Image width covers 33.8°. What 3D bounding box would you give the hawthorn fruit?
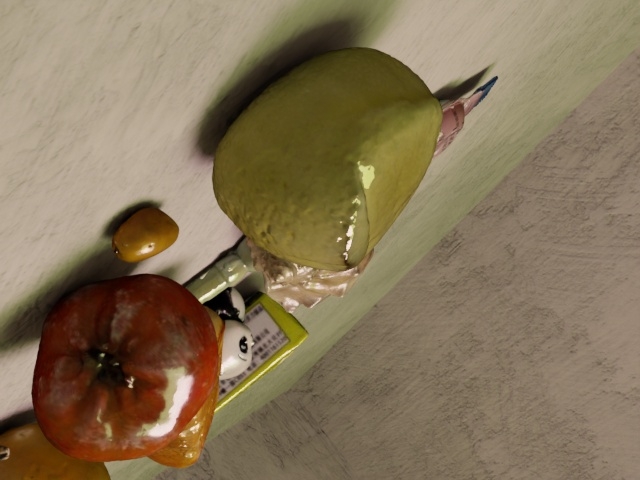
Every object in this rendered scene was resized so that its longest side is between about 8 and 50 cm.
[{"bbox_3d":[-0.274,0.181,1.517,0.284,0.284,0.284,-37,169,-9],"label":"hawthorn fruit"}]

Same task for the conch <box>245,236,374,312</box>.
[{"bbox_3d":[0.007,0.006,1.847,0.324,0.186,0.263,-32,143,-41],"label":"conch"}]

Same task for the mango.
[{"bbox_3d":[-0.235,-0.006,1.429,0.080,0.060,0.114,-42,173,31],"label":"mango"}]

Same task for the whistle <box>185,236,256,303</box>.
[{"bbox_3d":[-0.135,0.036,1.924,0.258,0.067,0.126,-35,167,-9],"label":"whistle"}]

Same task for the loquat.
[{"bbox_3d":[-0.505,0.462,1.885,0.276,0.276,0.284,-44,157,26],"label":"loquat"}]

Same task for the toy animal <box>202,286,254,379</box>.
[{"bbox_3d":[-0.196,0.184,2.061,0.138,0.179,0.166,-25,162,2],"label":"toy animal"}]

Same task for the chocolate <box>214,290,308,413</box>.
[{"bbox_3d":[-0.186,0.239,2.263,0.301,0.137,0.289,-39,-177,-6],"label":"chocolate"}]

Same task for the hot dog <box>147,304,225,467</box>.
[{"bbox_3d":[-0.295,0.248,1.845,0.405,0.223,0.185,101,2,-57],"label":"hot dog"}]

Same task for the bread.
[{"bbox_3d":[0.009,-0.110,1.395,0.320,0.237,0.320,-53,174,-8],"label":"bread"}]

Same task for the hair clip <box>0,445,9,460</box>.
[{"bbox_3d":[-0.626,0.386,1.721,0.292,0.084,0.106,-35,175,9],"label":"hair clip"}]

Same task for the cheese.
[{"bbox_3d":[0.242,-0.230,2.051,0.286,0.074,0.189,-38,170,-25],"label":"cheese"}]
